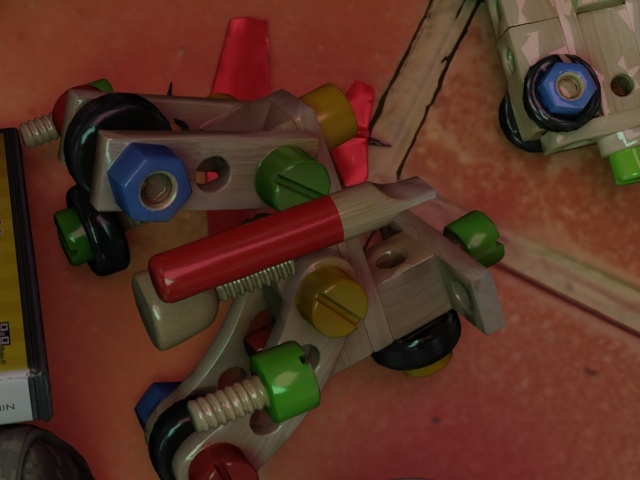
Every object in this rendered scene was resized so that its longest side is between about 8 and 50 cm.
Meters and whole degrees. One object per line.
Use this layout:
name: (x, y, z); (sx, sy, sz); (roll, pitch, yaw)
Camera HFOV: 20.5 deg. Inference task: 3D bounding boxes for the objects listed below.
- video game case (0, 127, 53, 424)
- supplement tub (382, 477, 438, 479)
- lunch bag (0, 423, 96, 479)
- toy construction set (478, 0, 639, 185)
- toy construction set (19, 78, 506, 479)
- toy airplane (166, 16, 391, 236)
video game case: (-0.280, 0.024, 0.962); (0.248, 0.275, 0.035); (-7, 121, -9)
supplement tub: (0.036, 0.211, 0.967); (0.144, 0.199, 0.144); (2, 76, -8)
lunch bag: (-0.257, 0.248, 0.921); (0.256, 0.212, 0.305); (-1, 77, 5)
toy construction set: (0.210, -0.162, 1.121); (0.215, 0.151, 0.327); (-13, 67, -11)
toy construction set: (0.000, 0.000, 0.966); (0.237, 0.309, 0.257); (-20, 94, -14)
toy airplane: (-0.027, -0.069, 1.117); (0.151, 0.028, 0.151); (2, 78, -7)
